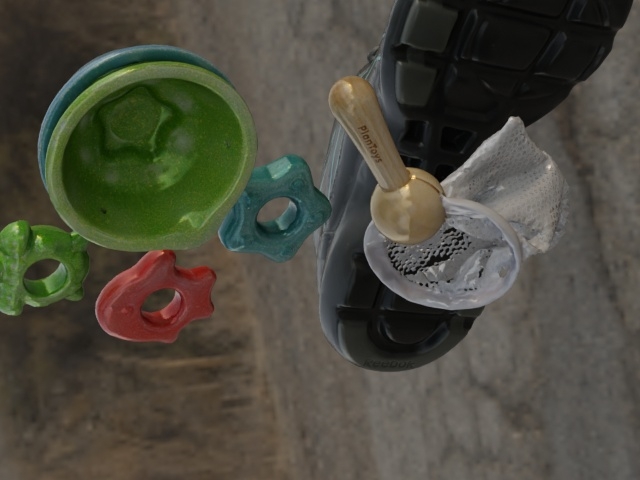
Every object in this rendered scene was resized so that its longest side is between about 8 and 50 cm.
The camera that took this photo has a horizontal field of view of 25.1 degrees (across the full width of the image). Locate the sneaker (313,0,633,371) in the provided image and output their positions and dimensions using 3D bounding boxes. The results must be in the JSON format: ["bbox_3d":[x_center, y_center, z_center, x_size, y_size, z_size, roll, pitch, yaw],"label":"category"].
[{"bbox_3d":[0.050,-0.071,0.640,0.106,0.101,0.267,-114,40,-52],"label":"sneaker"}]

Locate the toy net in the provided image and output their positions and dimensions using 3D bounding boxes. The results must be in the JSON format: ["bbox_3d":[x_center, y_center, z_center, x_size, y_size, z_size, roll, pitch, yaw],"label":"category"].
[{"bbox_3d":[0.000,0.000,0.513,0.122,0.232,0.045,-65,34,23],"label":"toy net"}]
